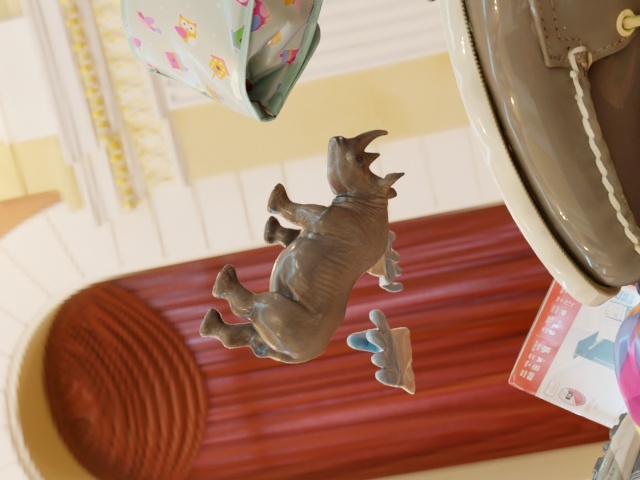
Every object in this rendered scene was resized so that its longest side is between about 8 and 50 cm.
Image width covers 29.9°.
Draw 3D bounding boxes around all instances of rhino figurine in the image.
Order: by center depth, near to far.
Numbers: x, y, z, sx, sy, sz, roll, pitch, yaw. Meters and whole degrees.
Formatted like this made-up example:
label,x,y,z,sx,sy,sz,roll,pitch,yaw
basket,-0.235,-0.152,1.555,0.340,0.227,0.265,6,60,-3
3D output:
label,x,y,z,sx,sy,sz,roll,pitch,yaw
rhino figurine,0.000,0.000,1.035,0.243,0.106,0.073,-59,-12,-21

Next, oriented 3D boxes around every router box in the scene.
label,x,y,z,sx,sy,sz,roll,pitch,yaw
router box,0.434,0.141,1.584,0.335,0.301,0.082,98,-162,-55

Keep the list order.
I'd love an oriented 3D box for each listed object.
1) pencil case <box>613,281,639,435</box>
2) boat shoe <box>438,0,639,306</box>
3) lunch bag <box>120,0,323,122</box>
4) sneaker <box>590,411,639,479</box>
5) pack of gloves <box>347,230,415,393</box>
label,x,y,z,sx,sy,sz,roll,pitch,yaw
pencil case,0.217,0.026,0.490,0.236,0.105,0.104,132,134,-60
boat shoe,0.102,-0.123,0.521,0.109,0.091,0.304,-16,-92,-63
lunch bag,-0.115,-0.285,1.369,0.160,0.223,0.262,-29,-42,-47
sneaker,0.253,0.221,0.885,0.283,0.122,0.110,-43,-37,-48
pack of gloves,0.060,0.071,1.343,0.232,0.046,0.195,40,-137,-74
